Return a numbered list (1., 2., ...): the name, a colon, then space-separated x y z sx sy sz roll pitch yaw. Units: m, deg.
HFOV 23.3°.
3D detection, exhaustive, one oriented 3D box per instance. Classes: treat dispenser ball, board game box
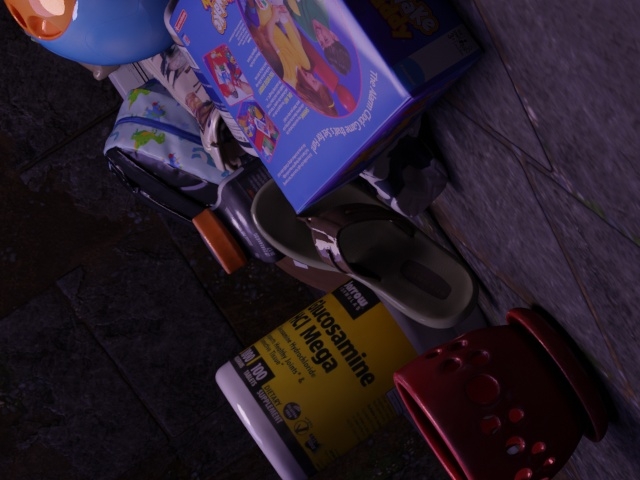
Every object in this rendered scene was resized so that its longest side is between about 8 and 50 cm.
1. treat dispenser ball: -0.276 -0.368 1.992 0.288 0.288 0.288 55 175 8
2. board game box: -0.011 -0.181 1.375 0.233 0.078 0.347 56 159 3

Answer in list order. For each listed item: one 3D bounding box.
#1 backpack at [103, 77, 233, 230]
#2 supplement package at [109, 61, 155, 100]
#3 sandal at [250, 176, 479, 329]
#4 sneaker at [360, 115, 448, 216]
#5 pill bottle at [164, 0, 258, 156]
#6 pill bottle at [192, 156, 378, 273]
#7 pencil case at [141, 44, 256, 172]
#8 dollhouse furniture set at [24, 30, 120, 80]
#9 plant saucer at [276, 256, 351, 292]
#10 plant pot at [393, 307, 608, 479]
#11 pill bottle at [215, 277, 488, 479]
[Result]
1. backpack: -0.172 -0.123 2.518 0.290 0.356 0.273 103 176 -77
2. supplement package: -0.276 -0.336 2.663 0.149 0.203 0.194 56 174 4
3. sandal: 0.057 0.000 1.880 0.303 0.120 0.086 27 174 11
4. sneaker: 0.039 -0.135 1.613 0.153 0.094 0.235 42 178 35
5. pill bottle: -0.056 -0.192 1.813 0.264 0.153 0.153 58 174 -29
6. pill bottle: -0.042 -0.058 1.996 0.130 0.246 0.130 56 174 8
7. pencil case: -0.176 -0.263 2.325 0.410 0.183 0.160 50 172 41
8. dollhouse furniture set: -0.392 -0.429 2.480 0.197 0.151 0.301 33 155 26
9. plant saucer: 0.000 0.000 2.321 0.278 0.041 0.278 22 152 13
10. plant pot: 0.196 0.175 1.654 0.191 0.174 0.191 55 175 7
11. pill bottle: 0.045 0.157 2.040 0.188 0.334 0.188 55 175 8
